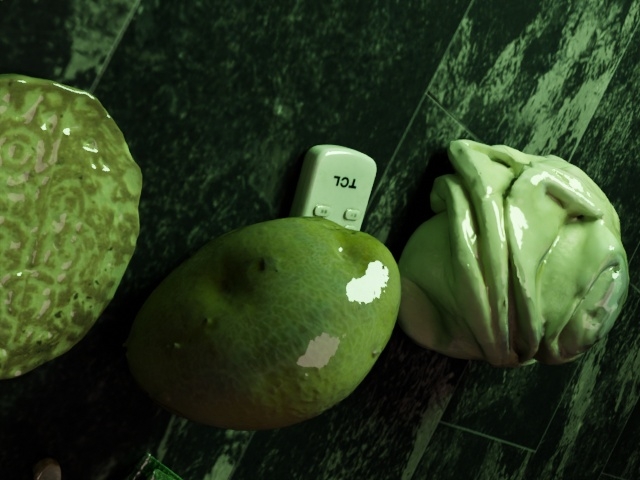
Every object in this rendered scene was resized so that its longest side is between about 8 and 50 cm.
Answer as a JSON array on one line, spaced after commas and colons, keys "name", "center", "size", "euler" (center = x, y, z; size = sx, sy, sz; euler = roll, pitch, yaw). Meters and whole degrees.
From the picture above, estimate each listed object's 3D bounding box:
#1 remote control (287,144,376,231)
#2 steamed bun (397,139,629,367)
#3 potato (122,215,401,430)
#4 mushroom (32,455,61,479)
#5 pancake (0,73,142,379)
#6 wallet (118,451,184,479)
[{"name": "remote control", "center": [0.000, 0.000, 0.749], "size": [0.087, 0.029, 0.190], "euler": [6, 104, -45]}, {"name": "steamed bun", "center": [0.240, 0.037, 0.868], "size": [0.280, 0.207, 0.268], "euler": [5, 106, -43]}, {"name": "potato", "center": [-0.044, 0.066, 0.630], "size": [0.235, 0.178, 0.160], "euler": [-17, 101, -8]}, {"name": "mushroom", "center": [-0.249, 0.224, 0.621], "size": [0.101, 0.019, 0.049], "euler": [-55, 135, -11]}, {"name": "pancake", "center": [-0.224, -0.002, 0.536], "size": [0.235, 0.029, 0.212], "euler": [-53, 136, -11]}, {"name": "wallet", "center": [-0.193, 0.328, 0.701], "size": [0.236, 0.055, 0.160], "euler": [-50, 141, -16]}]
